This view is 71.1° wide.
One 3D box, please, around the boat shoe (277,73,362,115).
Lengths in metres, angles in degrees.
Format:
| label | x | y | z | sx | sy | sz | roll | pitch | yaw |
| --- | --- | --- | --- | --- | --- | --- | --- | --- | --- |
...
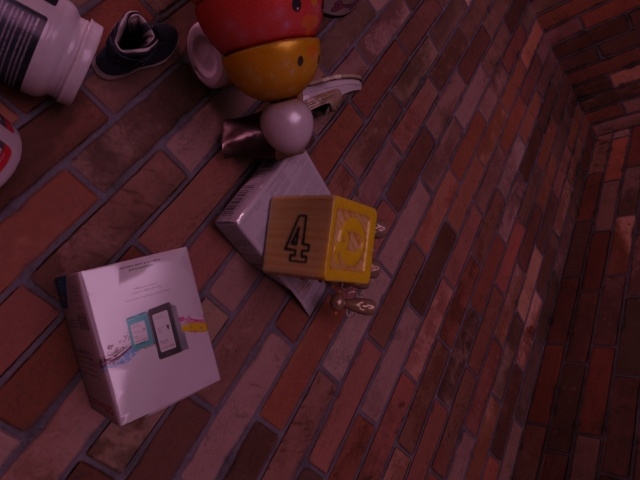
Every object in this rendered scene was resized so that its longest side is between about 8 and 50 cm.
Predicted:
| label | x | y | z | sx | sy | sz | roll | pitch | yaw |
| --- | --- | --- | --- | --- | --- | --- | --- | --- | --- |
| boat shoe | 0.003 | -0.418 | 1.318 | 0.302 | 0.113 | 0.103 | -20 | 97 | -29 |

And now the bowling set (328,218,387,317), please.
| label | x | y | z | sx | sy | sz | roll | pitch | yaw |
| --- | --- | --- | --- | --- | --- | --- | --- | --- | --- |
| bowling set | 0.075 | 0.071 | 1.274 | 0.154 | 0.200 | 0.287 | 10 | 81 | -10 |

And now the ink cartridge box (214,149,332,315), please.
| label | x | y | z | sx | sy | sz | roll | pitch | yaw |
| --- | --- | --- | --- | --- | --- | --- | --- | --- | --- |
| ink cartridge box | -0.072 | -0.029 | 1.226 | 0.308 | 0.091 | 0.385 | -59 | 136 | -30 |

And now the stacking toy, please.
| label | x | y | z | sx | sy | sz | roll | pitch | yaw |
| --- | --- | --- | --- | --- | --- | --- | --- | --- | --- |
| stacking toy | -0.104 | -0.422 | 0.943 | 0.351 | 0.351 | 0.479 | -31 | 116 | -39 |

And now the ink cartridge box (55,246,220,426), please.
| label | x | y | z | sx | sy | sz | roll | pitch | yaw |
| --- | --- | --- | --- | --- | --- | --- | --- | --- | --- |
| ink cartridge box | -0.351 | 0.172 | 0.862 | 0.197 | 0.198 | 0.270 | -16 | 94 | -41 |

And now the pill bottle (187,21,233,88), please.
| label | x | y | z | sx | sy | sz | roll | pitch | yaw |
| --- | --- | --- | --- | --- | --- | --- | --- | --- | --- |
| pill bottle | -0.183 | -0.489 | 1.138 | 0.272 | 0.152 | 0.152 | -32 | 103 | -38 |

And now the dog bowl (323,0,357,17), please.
| label | x | y | z | sx | sy | sz | roll | pitch | yaw |
| --- | --- | --- | --- | --- | --- | --- | --- | --- | --- |
| dog bowl | 0.028 | -0.927 | 1.388 | 0.408 | 0.150 | 0.407 | 7 | 79 | -38 |

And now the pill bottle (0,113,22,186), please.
| label | x | y | z | sx | sy | sz | roll | pitch | yaw |
| --- | --- | --- | --- | --- | --- | --- | --- | --- | --- |
| pill bottle | -0.604 | -0.192 | 0.621 | 0.318 | 0.176 | 0.176 | 74 | 28 | -67 |

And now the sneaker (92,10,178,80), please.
| label | x | y | z | sx | sy | sz | roll | pitch | yaw |
| --- | --- | --- | --- | --- | --- | --- | --- | --- | --- |
| sneaker | -0.370 | -0.438 | 0.970 | 0.086 | 0.163 | 0.226 | 52 | 53 | -19 |

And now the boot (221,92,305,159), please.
| label | x | y | z | sx | sy | sz | roll | pitch | yaw |
| --- | --- | --- | --- | --- | --- | --- | --- | --- | --- |
| boot | -0.145 | -0.314 | 1.139 | 0.207 | 0.090 | 0.248 | -2 | 64 | 0 |

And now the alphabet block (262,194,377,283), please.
| label | x | y | z | sx | sy | sz | roll | pitch | yaw |
| --- | --- | --- | --- | --- | --- | --- | --- | --- | --- |
| alphabet block | 0.000 | 0.000 | 1.088 | 0.192 | 0.197 | 0.193 | 9 | 85 | -52 |

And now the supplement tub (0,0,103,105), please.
| label | x | y | z | sx | sy | sz | roll | pitch | yaw |
| --- | --- | --- | --- | --- | --- | --- | --- | --- | --- |
| supplement tub | -0.553 | -0.377 | 0.786 | 0.272 | 0.191 | 0.191 | 24 | 68 | -35 |
